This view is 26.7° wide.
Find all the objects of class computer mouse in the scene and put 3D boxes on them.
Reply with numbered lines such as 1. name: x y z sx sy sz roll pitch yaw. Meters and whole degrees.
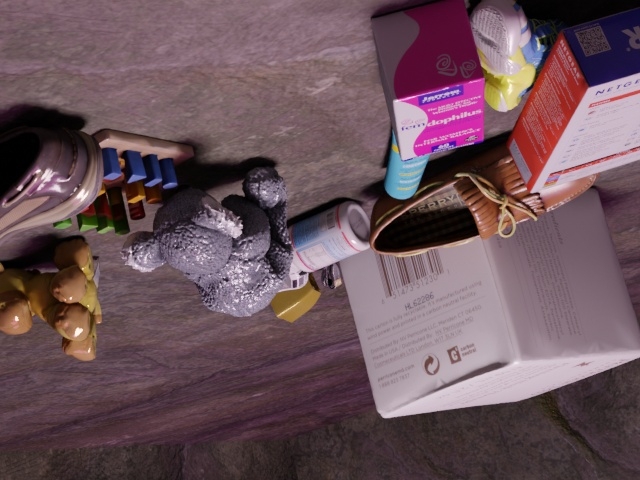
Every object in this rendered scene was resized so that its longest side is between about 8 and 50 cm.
1. computer mouse: -0.060 0.052 2.397 0.193 0.042 0.106 -9 128 12

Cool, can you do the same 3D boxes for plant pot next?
1. plant pot: -0.049 0.094 2.521 0.083 0.081 0.081 -30 161 13

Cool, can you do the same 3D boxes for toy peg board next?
1. toy peg board: -0.269 -0.068 1.768 0.160 0.079 0.161 -25 161 34

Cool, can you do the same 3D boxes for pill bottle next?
1. pill bottle: 0.000 0.000 2.216 0.160 0.087 0.087 -23 162 29

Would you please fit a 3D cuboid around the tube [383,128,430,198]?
1. tube: 0.131 -0.128 1.977 0.080 0.052 0.207 -20 159 -13

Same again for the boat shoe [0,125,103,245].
1. boat shoe: -0.435 -0.052 1.640 0.355 0.132 0.130 -28 151 17

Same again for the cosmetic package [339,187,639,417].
1. cosmetic package: 0.304 0.103 2.393 0.393 0.327 0.329 1 158 -45

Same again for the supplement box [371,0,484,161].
1. supplement box: 0.133 -0.191 1.633 0.111 0.114 0.220 -14 162 3

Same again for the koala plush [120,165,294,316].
1. koala plush: -0.153 -0.002 1.860 0.196 0.203 0.221 -20 164 18

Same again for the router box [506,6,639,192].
1. router box: 0.428 -0.198 1.682 0.335 0.082 0.301 -17 161 -12

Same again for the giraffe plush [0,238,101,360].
1. giraffe plush: -0.433 0.085 2.072 0.170 0.181 0.210 -3 -162 -2

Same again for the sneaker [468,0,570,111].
1. sneaker: 0.249 -0.247 1.628 0.126 0.091 0.240 -32 165 -5

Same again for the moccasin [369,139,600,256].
1. moccasin: 0.246 -0.065 2.083 0.380 0.139 0.147 -13 -154 22
